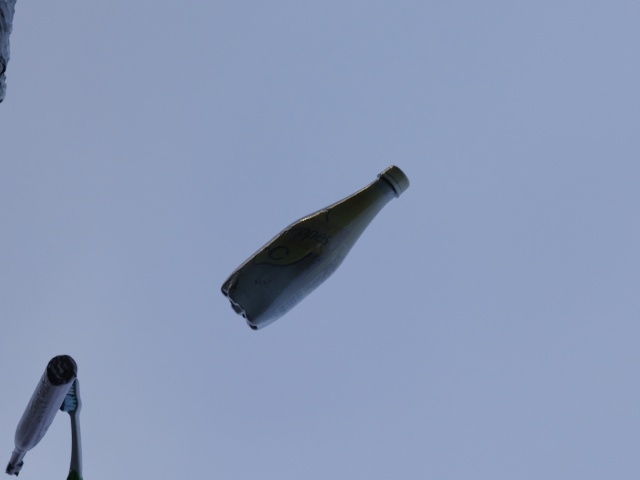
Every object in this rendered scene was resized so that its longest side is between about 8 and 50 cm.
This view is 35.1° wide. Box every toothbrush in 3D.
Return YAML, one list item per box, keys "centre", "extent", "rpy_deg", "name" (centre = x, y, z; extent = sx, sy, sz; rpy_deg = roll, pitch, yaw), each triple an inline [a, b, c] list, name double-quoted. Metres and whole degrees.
- centre: [-0.392, 0.417, 1.608]
  extent: [0.042, 0.040, 0.418]
  rpy_deg: [-24, -117, 31]
  name: "toothbrush"
- centre: [-0.359, 0.231, 1.266]
  extent: [0.364, 0.041, 0.041]
  rpy_deg: [129, -42, -50]
  name: "toothbrush"

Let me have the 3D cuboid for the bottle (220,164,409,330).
- centre: [0.000, 0.000, 1.237]
  extent: [0.269, 0.083, 0.083]
  rpy_deg: [-41, -139, -14]
  name: "bottle"

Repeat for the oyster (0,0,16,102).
- centre: [-0.552, -0.295, 1.609]
  extent: [0.162, 0.158, 0.351]
  rpy_deg: [6, -108, 21]
  name: "oyster"
